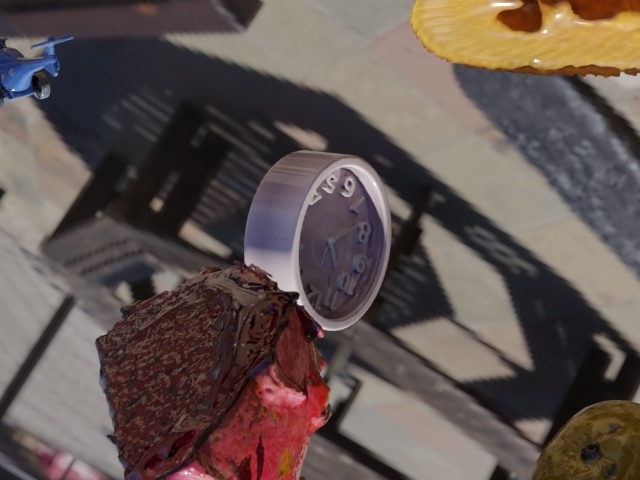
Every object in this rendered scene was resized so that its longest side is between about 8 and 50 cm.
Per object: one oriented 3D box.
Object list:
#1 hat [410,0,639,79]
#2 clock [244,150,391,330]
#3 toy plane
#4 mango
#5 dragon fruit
[{"bbox_3d":[0.154,-0.217,0.659,0.233,0.233,0.244,6,160,-42],"label":"hat"},{"bbox_3d":[0.000,0.000,1.679,0.068,0.197,0.197,8,151,34],"label":"clock"},{"bbox_3d":[-0.248,-0.143,1.234,0.167,0.054,0.062,-1,107,58],"label":"toy plane"},{"bbox_3d":[0.194,0.203,1.031,0.098,0.137,0.195,31,124,44],"label":"mango"},{"bbox_3d":[-0.071,0.119,1.053,0.262,0.163,0.189,-126,25,-63],"label":"dragon fruit"}]
